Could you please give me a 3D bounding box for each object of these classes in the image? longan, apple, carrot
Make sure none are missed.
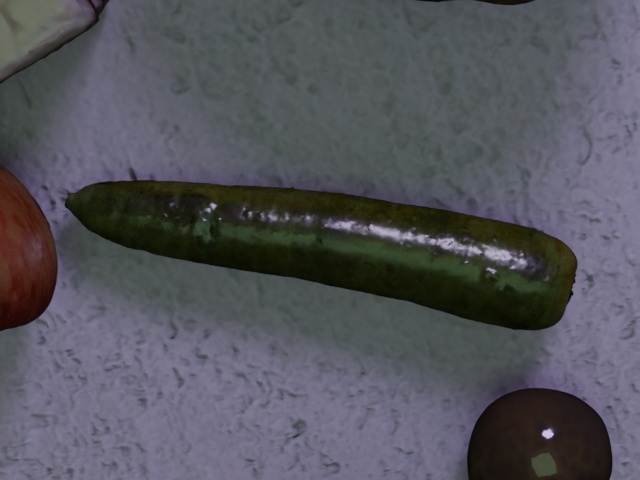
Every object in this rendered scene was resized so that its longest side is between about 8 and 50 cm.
[{"bbox_3d":[0.157,0.159,1.189,0.113,0.092,0.113,0,105,-1],"label":"longan"},{"bbox_3d":[-0.255,0.008,1.126,0.146,0.146,0.130,-18,91,6],"label":"apple"},{"bbox_3d":[0.000,0.000,1.161,0.359,0.074,0.074,10,106,1],"label":"carrot"}]

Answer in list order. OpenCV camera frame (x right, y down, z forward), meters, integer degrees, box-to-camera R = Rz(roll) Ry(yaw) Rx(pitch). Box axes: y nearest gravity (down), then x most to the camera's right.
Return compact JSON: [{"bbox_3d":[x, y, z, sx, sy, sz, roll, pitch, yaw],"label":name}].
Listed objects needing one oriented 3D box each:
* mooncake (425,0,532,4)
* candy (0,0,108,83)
[{"bbox_3d":[0.084,-0.312,0.985,0.324,0.187,0.324,2,121,3],"label":"mooncake"},{"bbox_3d":[-0.317,-0.140,1.088,0.321,0.135,0.179,-30,105,9],"label":"candy"}]
